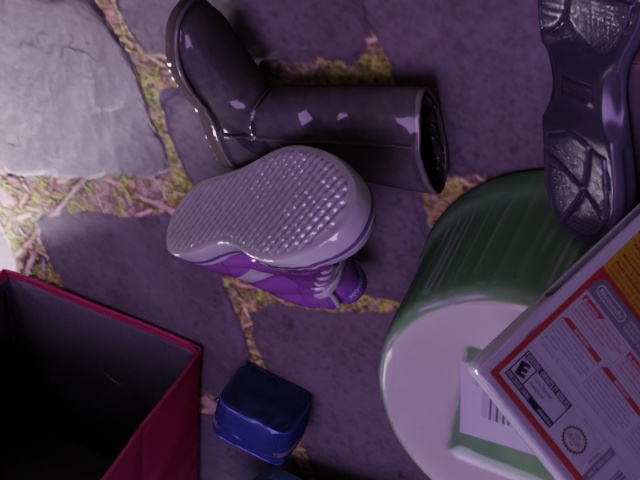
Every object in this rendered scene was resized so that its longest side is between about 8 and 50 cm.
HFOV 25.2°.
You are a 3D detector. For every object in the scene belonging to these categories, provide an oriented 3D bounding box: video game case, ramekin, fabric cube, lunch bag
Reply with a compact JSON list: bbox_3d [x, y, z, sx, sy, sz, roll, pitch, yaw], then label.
[{"bbox_3d":[0.267,0.071,1.025,0.204,0.285,0.025,51,169,-13],"label":"video game case"},{"bbox_3d":[0.195,0.107,1.173,0.303,0.148,0.303,18,133,20],"label":"ramekin"},{"bbox_3d":[-0.294,0.235,1.516,0.254,0.259,0.258,21,134,16],"label":"fabric cube"},{"bbox_3d":[-0.064,0.179,1.458,0.098,0.067,0.065,26,135,13],"label":"lunch bag"}]

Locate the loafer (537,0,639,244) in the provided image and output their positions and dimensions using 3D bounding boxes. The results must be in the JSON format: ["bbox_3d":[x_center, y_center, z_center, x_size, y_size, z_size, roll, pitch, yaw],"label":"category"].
[{"bbox_3d":[0.218,-0.142,1.013,0.109,0.095,0.302,38,141,45],"label":"loafer"}]

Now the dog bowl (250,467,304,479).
[{"bbox_3d":[0.019,0.338,1.484,0.297,0.074,0.166,25,147,35],"label":"dog bowl"}]

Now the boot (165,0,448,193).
[{"bbox_3d":[-0.009,-0.117,1.173,0.208,0.076,0.189,11,145,34],"label":"boot"}]

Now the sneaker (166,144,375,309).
[{"bbox_3d":[0.000,-0.001,1.210,0.161,0.102,0.282,28,167,-26],"label":"sneaker"}]
